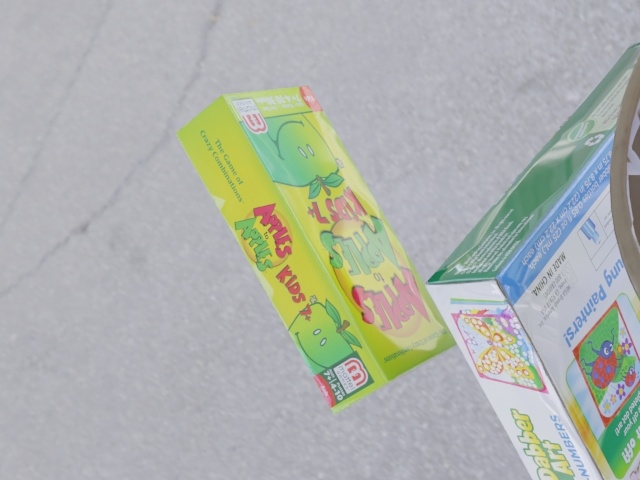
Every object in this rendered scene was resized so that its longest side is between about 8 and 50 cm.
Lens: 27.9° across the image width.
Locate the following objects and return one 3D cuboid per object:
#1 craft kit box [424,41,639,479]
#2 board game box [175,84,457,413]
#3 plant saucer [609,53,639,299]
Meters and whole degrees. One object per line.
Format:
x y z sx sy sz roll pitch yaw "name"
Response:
0.194 0.047 0.738 0.061 0.247 0.250 -10 28 49 "craft kit box"
0.000 0.000 0.740 0.043 0.092 0.181 -35 81 30 "board game box"
0.248 -0.049 0.515 0.278 0.041 0.278 -23 52 33 "plant saucer"
